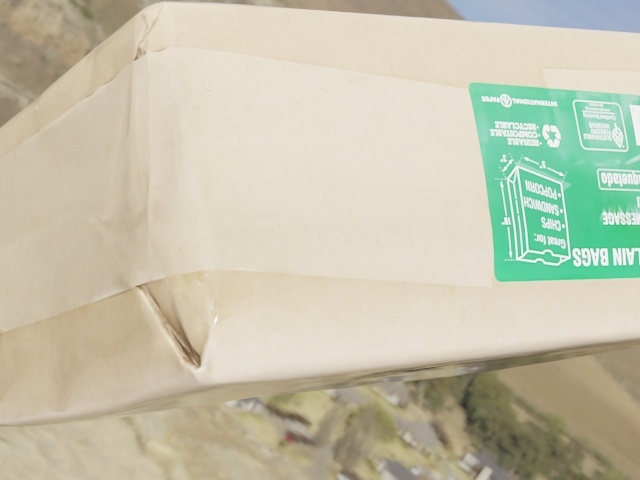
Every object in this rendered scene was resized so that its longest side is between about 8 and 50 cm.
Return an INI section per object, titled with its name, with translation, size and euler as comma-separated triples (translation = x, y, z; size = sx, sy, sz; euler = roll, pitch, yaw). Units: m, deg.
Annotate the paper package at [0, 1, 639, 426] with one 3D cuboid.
[paper package]
translation = 0.000, 0.000, 0.649
size = 0.325, 0.168, 0.309
euler = -2, -9, -32
